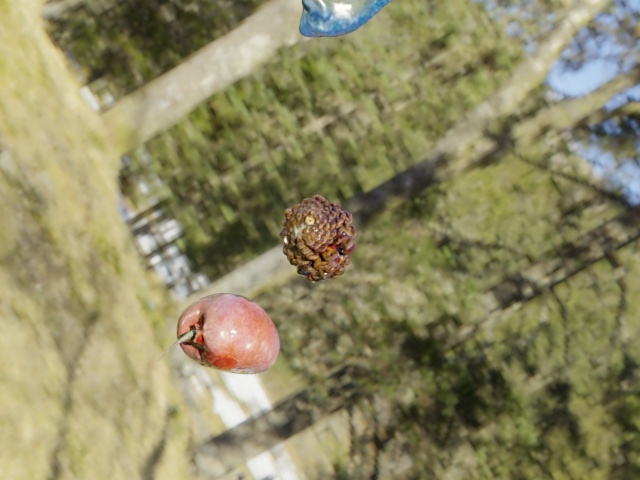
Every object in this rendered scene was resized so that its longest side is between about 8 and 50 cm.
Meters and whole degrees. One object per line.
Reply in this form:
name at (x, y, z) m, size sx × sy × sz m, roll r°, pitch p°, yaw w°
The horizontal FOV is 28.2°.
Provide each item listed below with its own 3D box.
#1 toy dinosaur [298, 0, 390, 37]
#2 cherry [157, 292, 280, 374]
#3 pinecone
toy dinosaur at (0.125, -0.185, 0.789) m, size 0.075 × 0.248 × 0.188 m, roll -88°, pitch -167°, yaw -66°
cherry at (-0.102, 0.101, 1.395) m, size 0.126 × 0.106 × 0.087 m, roll 16°, pitch 83°, yaw -63°
pinecone at (0.000, 0.000, 1.223) m, size 0.077 × 0.077 × 0.083 m, roll 60°, pitch 1°, yaw 31°
